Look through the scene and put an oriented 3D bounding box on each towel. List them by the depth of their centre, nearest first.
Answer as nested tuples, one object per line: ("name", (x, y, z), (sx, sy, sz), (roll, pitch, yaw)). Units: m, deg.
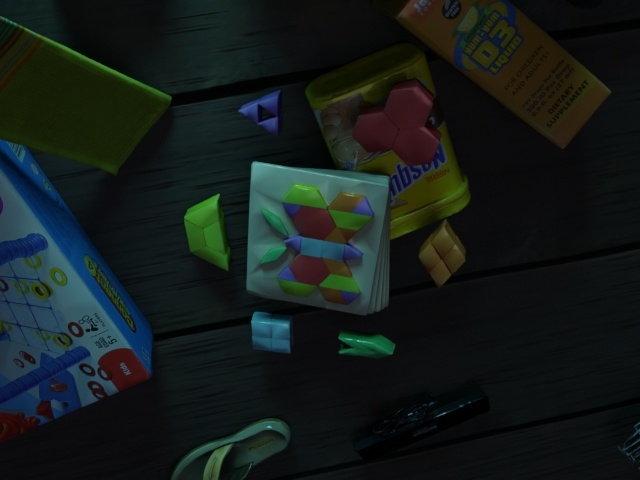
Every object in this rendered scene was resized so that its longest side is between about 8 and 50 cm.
("towel", (-0.232, -0.118, 0.614), (0.102, 0.021, 0.237), (-44, 152, 17))

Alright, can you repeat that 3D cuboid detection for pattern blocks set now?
("pattern blocks set", (0.000, 0.000, 0.748), (0.286, 0.026, 0.324), (-2, 125, 15))

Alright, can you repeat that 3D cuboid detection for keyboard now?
("keyboard", (0.133, 0.238, 0.996), (0.192, 0.038, 0.100), (-24, 147, 1))

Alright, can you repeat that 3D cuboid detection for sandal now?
("sandal", (-0.118, 0.291, 0.952), (0.180, 0.049, 0.072), (-28, 124, 5))

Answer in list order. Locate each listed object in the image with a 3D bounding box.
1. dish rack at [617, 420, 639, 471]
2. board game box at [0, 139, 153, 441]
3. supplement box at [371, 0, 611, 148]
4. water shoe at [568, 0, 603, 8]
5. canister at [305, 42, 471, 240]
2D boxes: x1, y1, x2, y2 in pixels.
("dish rack", (0.566, 0.306, 1.111), (0.208, 0.074, 0.271), (-39, 120, 10))
("board game box", (-0.373, 0.069, 0.730), (0.302, 0.086, 0.308), (-24, 124, 2))
("supplement box", (0.164, -0.183, 0.702), (0.233, 0.080, 0.078), (29, 109, -25))
("water shoe", (0.293, -0.305, 0.672), (0.203, 0.073, 0.080), (-43, 143, 19))
("canister", (0.068, -0.096, 0.738), (0.126, 0.073, 0.169), (-23, 122, 3))
